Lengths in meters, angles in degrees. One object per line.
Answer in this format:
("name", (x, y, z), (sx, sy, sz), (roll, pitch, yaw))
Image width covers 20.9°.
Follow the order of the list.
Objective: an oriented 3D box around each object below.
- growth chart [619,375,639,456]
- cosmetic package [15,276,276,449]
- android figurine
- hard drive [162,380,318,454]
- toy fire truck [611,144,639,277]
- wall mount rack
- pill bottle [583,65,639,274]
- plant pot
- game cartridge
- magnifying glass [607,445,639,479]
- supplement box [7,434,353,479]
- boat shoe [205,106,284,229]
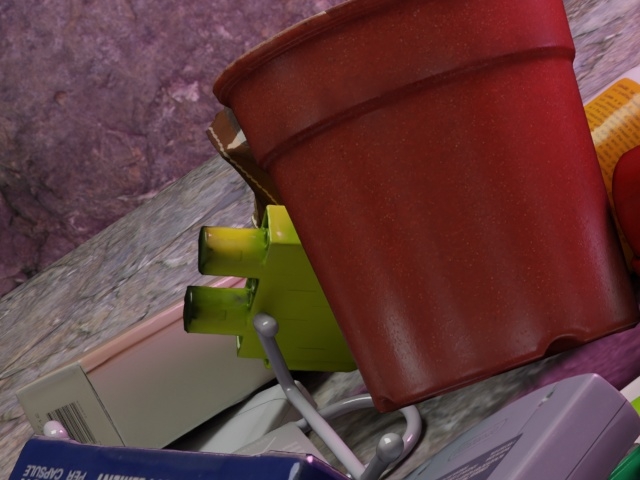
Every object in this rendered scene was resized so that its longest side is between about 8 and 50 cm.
("growth chart", (0.281, 0.084, 1.064), (0.172, 0.021, 0.237), (-36, 17, -35))
("cosmetic package", (-0.121, 0.111, 1.691), (0.309, 0.113, 0.160), (-31, 3, -37))
("android figurine", (0.024, 0.038, 1.496), (0.248, 0.273, 0.056), (105, 162, -50))
("hard drive", (-0.157, 0.269, 1.529), (0.233, 0.047, 0.353), (-27, 16, 32))
("toy fire truck", (0.280, -0.088, 1.232), (0.158, 0.246, 0.217), (-26, 16, 37))
("wall mount rack", (-0.073, 0.186, 1.340), (0.350, 0.130, 0.304), (-27, 27, -12))
("pill bottle", (0.254, -0.057, 1.428), (0.246, 0.136, 0.136), (-37, 13, -5))
("plant pot", (0.093, -0.030, 1.255), (0.272, 0.265, 0.272), (-19, -7, -2))
("game cartridge", (0.078, 0.184, 1.080), (0.198, 0.062, 0.297), (-41, -1, -30))
("magnifying glass", (0.181, 0.169, 1.090), (0.231, 0.026, 0.092), (-32, 14, 9))
("supplement box", (-0.064, 0.275, 0.651), (0.194, 0.195, 0.356), (-5, 56, 50))
("boat shoe", (0.000, 0.000, 1.570), (0.120, 0.324, 0.122), (-40, 42, 10))
